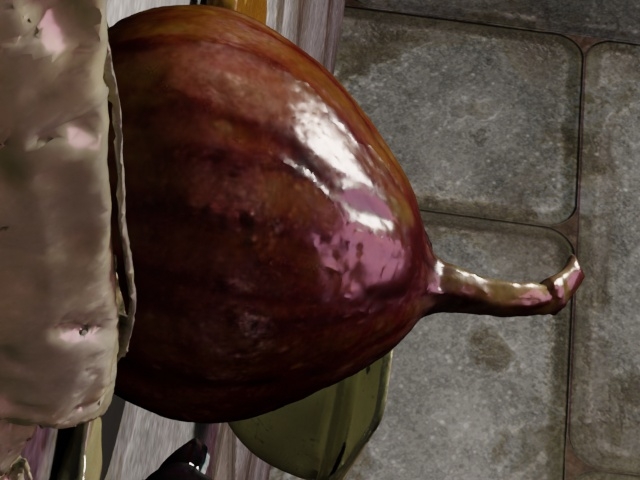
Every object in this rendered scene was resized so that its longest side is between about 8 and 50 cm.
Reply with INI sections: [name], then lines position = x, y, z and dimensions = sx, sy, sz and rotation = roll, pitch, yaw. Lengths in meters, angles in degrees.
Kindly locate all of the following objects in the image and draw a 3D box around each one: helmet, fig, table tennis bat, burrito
[helmet]
position = -0.024, 0.101, 1.332
dimensions = 0.257, 0.137, 0.204
rotation = 108, -9, -61
[fig]
position = -0.026, 0.007, 0.622
dimensions = 0.149, 0.202, 0.148
rotation = -45, 178, 23
[table tennis bat]
position = -0.100, 0.070, 0.733
dimensions = 0.138, 0.022, 0.246
rotation = 97, 1, -46
[burrito]
position = -0.081, -0.008, 0.386
dimensions = 0.229, 0.063, 0.058
rotation = 94, -24, -45

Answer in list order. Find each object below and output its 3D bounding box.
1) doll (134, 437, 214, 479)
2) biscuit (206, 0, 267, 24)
[doll]
position = -0.086, 0.160, 0.769
dimensions = 0.091, 0.067, 0.219
rotation = -53, -175, 11
[biscuit]
position = -0.061, -0.113, 0.981
dimensions = 0.138, 0.031, 0.205
rotation = 95, 3, -47
